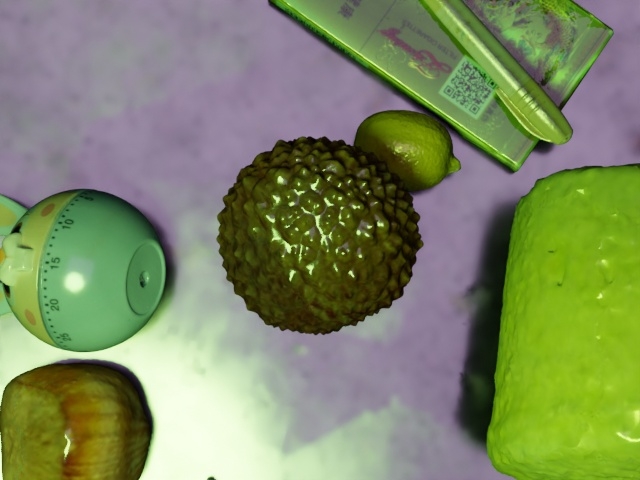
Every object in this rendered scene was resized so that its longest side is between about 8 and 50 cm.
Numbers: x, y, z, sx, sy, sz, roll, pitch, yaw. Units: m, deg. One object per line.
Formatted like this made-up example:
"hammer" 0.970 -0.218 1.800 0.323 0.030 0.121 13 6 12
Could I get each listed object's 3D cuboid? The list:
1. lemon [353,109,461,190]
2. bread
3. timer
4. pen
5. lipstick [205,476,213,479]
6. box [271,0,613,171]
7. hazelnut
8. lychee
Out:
"lemon" 0.086 -0.089 1.701 0.110 0.082 0.082 10 88 2
"bread" 0.329 0.089 1.587 0.348 0.348 0.308 3 77 0
"timer" -0.277 0.021 1.657 0.255 0.175 0.175 9 88 1
"pen" 0.163 -0.182 1.690 0.040 0.032 0.233 -43 87 22
"lipstick" -0.083 0.284 1.716 0.025 0.025 0.107 -43 96 -2
"box" 0.119 -0.227 1.727 0.311 0.043 0.173 35 88 1
"hazelnut" -0.241 0.192 1.674 0.150 0.150 0.150 0 88 0
"lychee" 0.000 0.000 1.646 0.200 0.238 0.200 -10 49 11
